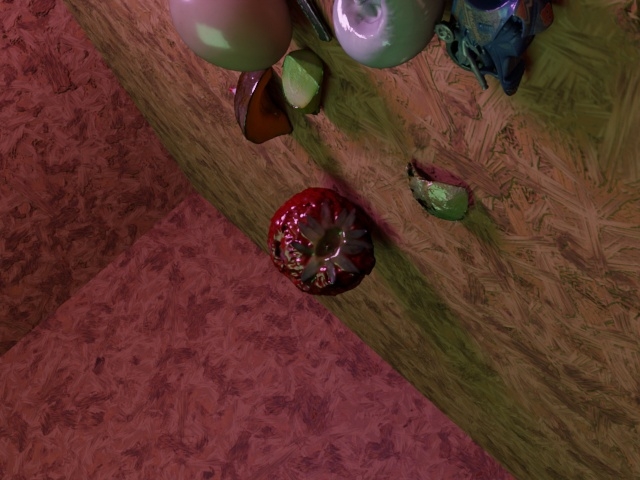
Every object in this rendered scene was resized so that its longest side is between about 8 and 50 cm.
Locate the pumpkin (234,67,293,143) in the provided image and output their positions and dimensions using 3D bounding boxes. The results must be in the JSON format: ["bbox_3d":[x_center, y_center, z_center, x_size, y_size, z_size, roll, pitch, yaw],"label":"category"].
[{"bbox_3d":[-0.172,-0.319,1.570,0.130,0.149,0.254,33,165,22],"label":"pumpkin"}]

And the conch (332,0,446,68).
[{"bbox_3d":[0.078,-0.308,0.765,0.185,0.121,0.221,59,164,6],"label":"conch"}]

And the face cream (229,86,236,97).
[{"bbox_3d":[-0.221,-0.396,1.779,0.083,0.021,0.040,41,166,30],"label":"face cream"}]

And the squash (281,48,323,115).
[{"bbox_3d":[-0.032,-0.295,1.311,0.090,0.075,0.200,18,164,9],"label":"squash"}]

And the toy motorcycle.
[{"bbox_3d":[0.194,-0.240,0.713,0.114,0.076,0.205,37,166,16],"label":"toy motorcycle"}]

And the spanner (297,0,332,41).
[{"bbox_3d":[-0.066,-0.456,1.035,0.093,0.026,0.325,29,160,54],"label":"spanner"}]

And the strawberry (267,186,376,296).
[{"bbox_3d":[-0.004,0.008,1.726,0.292,0.291,0.310,48,162,-1],"label":"strawberry"}]

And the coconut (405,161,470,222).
[{"bbox_3d":[0.213,-0.079,1.196,0.133,0.055,0.158,55,168,-25],"label":"coconut"}]

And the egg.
[{"bbox_3d":[-0.157,-0.397,1.147,0.241,0.186,0.186,39,167,11],"label":"egg"}]
